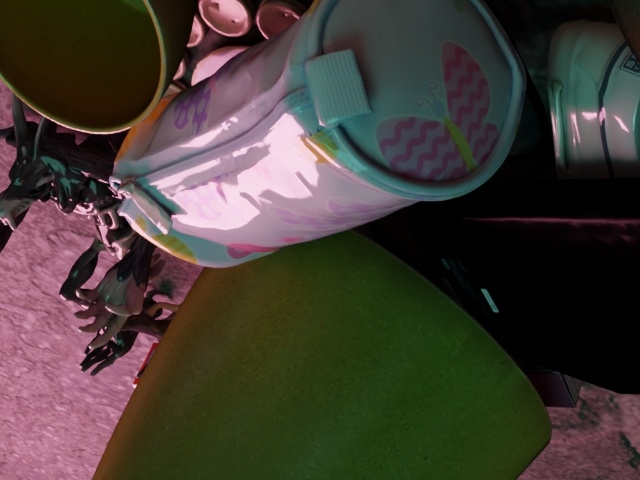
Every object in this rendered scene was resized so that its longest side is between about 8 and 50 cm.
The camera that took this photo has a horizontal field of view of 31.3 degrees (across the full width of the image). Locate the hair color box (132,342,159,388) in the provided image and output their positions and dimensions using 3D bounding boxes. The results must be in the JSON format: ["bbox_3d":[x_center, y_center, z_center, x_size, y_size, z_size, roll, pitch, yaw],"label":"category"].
[{"bbox_3d":[-0.074,0.141,1.035,0.167,0.053,0.093,0,138,31],"label":"hair color box"}]

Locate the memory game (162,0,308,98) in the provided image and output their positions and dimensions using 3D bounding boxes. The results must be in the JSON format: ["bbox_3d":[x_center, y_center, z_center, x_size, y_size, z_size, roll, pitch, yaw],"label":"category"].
[{"bbox_3d":[-0.037,-0.093,0.760,0.186,0.012,0.186,15,142,12],"label":"memory game"}]

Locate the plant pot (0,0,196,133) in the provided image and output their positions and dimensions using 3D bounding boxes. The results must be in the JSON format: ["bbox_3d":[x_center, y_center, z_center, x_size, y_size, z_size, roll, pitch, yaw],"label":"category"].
[{"bbox_3d":[-0.125,-0.144,0.667,0.134,0.095,0.134,16,133,19],"label":"plant pot"}]

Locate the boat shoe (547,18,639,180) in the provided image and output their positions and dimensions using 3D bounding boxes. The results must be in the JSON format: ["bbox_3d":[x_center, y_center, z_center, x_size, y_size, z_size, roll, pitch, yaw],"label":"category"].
[{"bbox_3d":[0.188,-0.021,0.677,0.084,0.095,0.258,31,148,44],"label":"boat shoe"}]

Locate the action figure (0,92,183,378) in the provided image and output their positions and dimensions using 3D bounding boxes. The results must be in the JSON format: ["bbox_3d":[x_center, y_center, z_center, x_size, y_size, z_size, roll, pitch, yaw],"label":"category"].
[{"bbox_3d":[-0.182,0.012,0.866,0.164,0.141,0.275,14,145,32],"label":"action figure"}]

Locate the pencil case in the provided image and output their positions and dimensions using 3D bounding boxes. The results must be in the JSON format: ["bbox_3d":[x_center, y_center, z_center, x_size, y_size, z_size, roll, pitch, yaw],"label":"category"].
[{"bbox_3d":[-0.016,-0.056,0.607,0.124,0.113,0.273,4,171,-29],"label":"pencil case"}]

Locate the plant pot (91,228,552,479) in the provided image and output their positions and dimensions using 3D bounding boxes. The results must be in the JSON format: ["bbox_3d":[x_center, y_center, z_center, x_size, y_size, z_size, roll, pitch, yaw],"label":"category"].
[{"bbox_3d":[-0.039,0.170,0.779,0.275,0.293,0.275,35,161,14],"label":"plant pot"}]

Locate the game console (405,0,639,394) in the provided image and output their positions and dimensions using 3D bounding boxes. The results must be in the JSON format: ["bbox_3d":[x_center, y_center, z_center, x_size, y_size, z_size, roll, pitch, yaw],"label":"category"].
[{"bbox_3d":[0.097,-0.065,0.609,0.213,0.044,0.361,3,129,57],"label":"game console"}]

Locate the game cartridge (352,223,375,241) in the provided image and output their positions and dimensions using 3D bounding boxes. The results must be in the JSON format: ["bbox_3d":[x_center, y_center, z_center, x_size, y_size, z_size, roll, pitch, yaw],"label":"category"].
[{"bbox_3d":[0.000,0.000,0.852,0.083,0.017,0.056,2,134,27],"label":"game cartridge"}]

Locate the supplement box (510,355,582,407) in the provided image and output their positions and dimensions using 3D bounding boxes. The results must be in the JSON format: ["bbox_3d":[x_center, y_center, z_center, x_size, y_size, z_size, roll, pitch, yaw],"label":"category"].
[{"bbox_3d":[0.156,0.071,0.796,0.055,0.083,0.043,-2,136,32],"label":"supplement box"}]

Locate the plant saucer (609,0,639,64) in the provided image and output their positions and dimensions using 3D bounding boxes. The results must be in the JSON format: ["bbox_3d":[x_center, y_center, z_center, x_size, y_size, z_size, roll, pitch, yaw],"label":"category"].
[{"bbox_3d":[0.272,-0.130,0.464,0.311,0.050,0.310,7,133,7],"label":"plant saucer"}]
